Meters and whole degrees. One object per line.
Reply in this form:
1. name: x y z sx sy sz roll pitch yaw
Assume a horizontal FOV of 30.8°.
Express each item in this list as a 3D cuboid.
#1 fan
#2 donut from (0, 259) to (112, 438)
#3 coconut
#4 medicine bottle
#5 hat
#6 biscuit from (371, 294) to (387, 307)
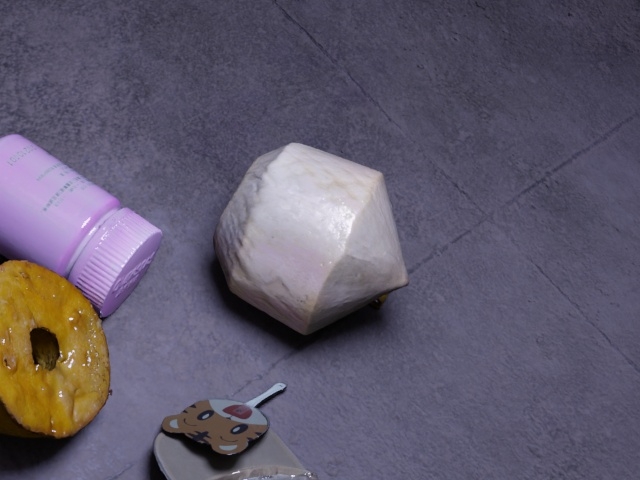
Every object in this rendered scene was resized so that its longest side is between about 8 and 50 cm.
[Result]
1. fan: -0.128 0.267 1.817 0.153 0.008 0.227 17 26 32
2. donut: -0.428 0.168 1.686 0.277 0.108 0.277 45 32 -39
3. coconut: 0.000 0.000 1.912 0.329 0.329 0.328 9 54 -13
4. medicine bottle: -0.416 -0.024 1.851 0.291 0.178 0.178 32 52 4
5. hat: -0.134 0.379 1.741 0.214 0.149 0.245 -9 22 -29
6. biscuit: 0.087 0.072 2.062 0.083 0.018 0.081 32 52 3
